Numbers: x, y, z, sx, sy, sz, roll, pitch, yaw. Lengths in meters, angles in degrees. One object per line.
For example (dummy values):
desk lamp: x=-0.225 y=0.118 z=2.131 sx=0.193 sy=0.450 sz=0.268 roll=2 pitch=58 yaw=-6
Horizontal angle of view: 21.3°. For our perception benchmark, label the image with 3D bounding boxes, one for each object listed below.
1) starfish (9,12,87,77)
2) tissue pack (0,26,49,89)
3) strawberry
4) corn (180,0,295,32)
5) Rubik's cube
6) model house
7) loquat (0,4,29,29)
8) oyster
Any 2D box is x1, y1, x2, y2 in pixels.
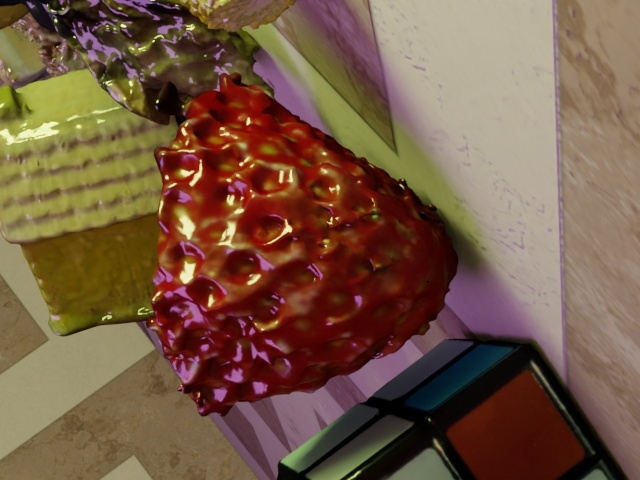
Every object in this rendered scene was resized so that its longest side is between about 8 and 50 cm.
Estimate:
starfish: x=-0.337 y=-0.254 z=1.851 sx=0.432 sy=0.082 sz=0.324 roll=48 pitch=171 yaw=-23
tissue pack: x=-0.430 y=-0.286 z=2.164 sx=0.222 sy=0.090 sz=0.186 roll=54 pitch=167 yaw=-4
strawberry: x=0.000 y=0.000 z=1.113 sx=0.178 sy=0.234 sz=0.234 roll=1 pitch=139 yaw=25
corn: x=-0.107 y=-0.230 z=1.032 sx=0.248 sy=0.081 sz=0.081 roll=52 pitch=169 yaw=13
Rubik's cube: x=0.097 y=0.185 z=1.165 sx=0.183 sy=0.180 sz=0.167 roll=58 pitch=169 yaw=-7
model house: x=-0.194 y=-0.054 z=1.524 sx=0.234 sy=0.193 sz=0.175 roll=69 pitch=-171 yaw=-52
loquat: x=-0.330 y=-0.273 z=1.515 sx=0.213 sy=0.213 sz=0.213 roll=51 pitch=168 yaw=15
oyster: x=-0.177 y=-0.184 z=1.277 sx=0.361 sy=0.096 sz=0.221 roll=36 pitch=-176 yaw=12
